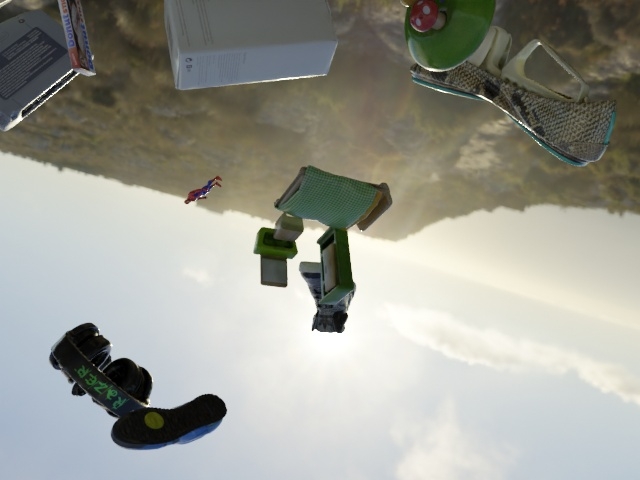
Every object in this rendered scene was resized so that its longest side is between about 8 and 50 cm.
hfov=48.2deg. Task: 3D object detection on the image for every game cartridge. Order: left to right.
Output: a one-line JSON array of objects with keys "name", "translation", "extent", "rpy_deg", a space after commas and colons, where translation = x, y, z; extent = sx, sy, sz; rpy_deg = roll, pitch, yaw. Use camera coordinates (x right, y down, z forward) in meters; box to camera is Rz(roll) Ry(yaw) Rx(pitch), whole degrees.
[{"name": "game cartridge", "translation": [-0.696, -0.403, 1.646], "extent": [0.196, 0.294, 0.060], "rpy_deg": [41, 150, -4]}]

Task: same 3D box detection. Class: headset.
[{"name": "headset", "translation": [-0.517, 0.318, 1.637], "extent": [0.243, 0.185, 0.394], "rpy_deg": [45, 170, -11]}]

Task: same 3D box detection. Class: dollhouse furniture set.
[{"name": "dollhouse furniture set", "translation": [0.000, 0.000, 1.448], "extent": [0.198, 0.151, 0.301], "rpy_deg": [9, 151, -22]}]

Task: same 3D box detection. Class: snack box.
[{"name": "snack box", "translation": [-0.510, -0.436, 1.491], "extent": [0.022, 0.178, 0.064], "rpy_deg": [-12, 180, 10]}]

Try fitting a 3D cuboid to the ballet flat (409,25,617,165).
[{"name": "ballet flat", "translation": [0.393, -0.329, 1.460], "extent": [0.164, 0.182, 0.483], "rpy_deg": [-11, -142, -41]}]

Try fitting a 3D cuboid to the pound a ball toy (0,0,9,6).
[{"name": "pound a ball toy", "translation": [-0.877, -0.656, 1.637], "extent": [0.208, 0.319, 0.135], "rpy_deg": [-17, -153, 29]}]

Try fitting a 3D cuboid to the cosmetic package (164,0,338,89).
[{"name": "cosmetic package", "translation": [-0.172, -0.509, 1.736], "extent": [0.385, 0.217, 0.156], "rpy_deg": [-7, 160, -16]}]

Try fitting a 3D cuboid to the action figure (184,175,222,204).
[{"name": "action figure", "translation": [-0.288, -0.118, 1.749], "extent": [0.030, 0.115, 0.038], "rpy_deg": [44, 145, 17]}]

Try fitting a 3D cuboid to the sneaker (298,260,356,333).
[{"name": "sneaker", "translation": [0.014, 0.147, 1.760], "extent": [0.101, 0.153, 0.268], "rpy_deg": [2, 162, 23]}]

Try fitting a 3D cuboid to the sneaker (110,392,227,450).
[{"name": "sneaker", "translation": [-0.246, 0.306, 1.147], "extent": [0.209, 0.082, 0.069], "rpy_deg": [-3, -131, -48]}]

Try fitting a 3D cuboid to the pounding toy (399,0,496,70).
[{"name": "pounding toy", "translation": [0.188, -0.403, 1.158], "extent": [0.110, 0.236, 0.183], "rpy_deg": [9, -166, -39]}]
